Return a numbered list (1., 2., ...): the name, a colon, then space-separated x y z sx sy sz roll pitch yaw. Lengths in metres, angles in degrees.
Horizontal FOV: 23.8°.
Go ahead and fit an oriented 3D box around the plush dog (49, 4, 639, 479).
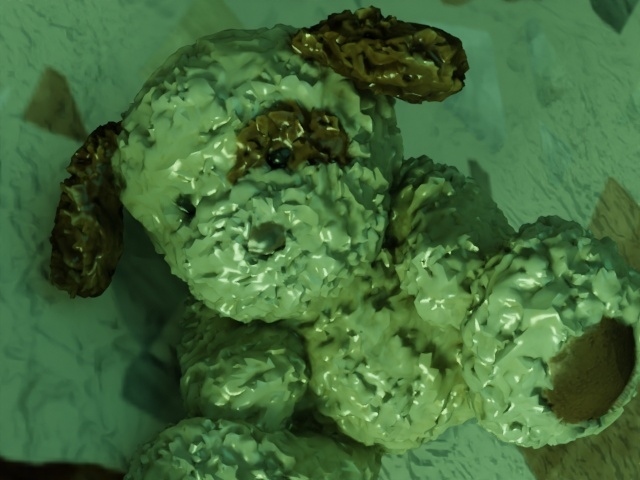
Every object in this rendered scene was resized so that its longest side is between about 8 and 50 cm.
1. plush dog: 0.000 0.000 0.728 0.225 0.262 0.210 58 16 -18
